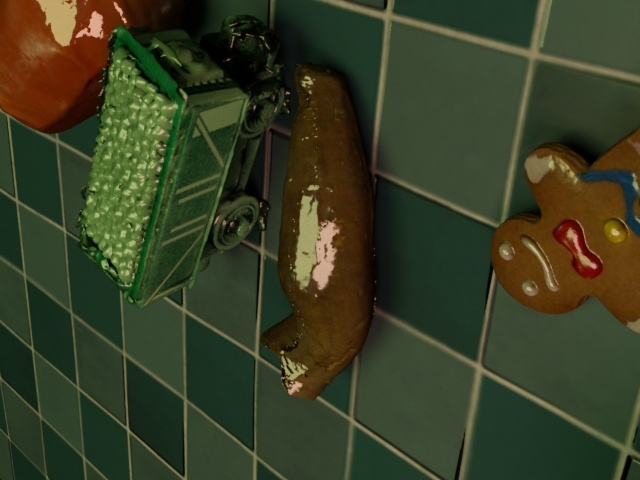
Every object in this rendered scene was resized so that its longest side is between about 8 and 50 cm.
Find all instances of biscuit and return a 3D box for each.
[{"bbox_3d":[0.178,-0.003,0.526,0.138,0.031,0.205,58,146,1],"label":"biscuit"}]

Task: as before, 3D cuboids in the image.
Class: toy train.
[{"bbox_3d":[-0.117,-0.070,0.732,0.115,0.154,0.269,47,135,25],"label":"toy train"}]

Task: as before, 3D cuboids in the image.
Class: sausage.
[{"bbox_3d":[-0.235,-0.196,0.801,0.268,0.153,0.141,-21,97,50],"label":"sausage"}]

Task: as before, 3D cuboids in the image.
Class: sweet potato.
[{"bbox_3d":[-0.005,0.002,0.696,0.112,0.085,0.286,20,120,46],"label":"sweet potato"}]
